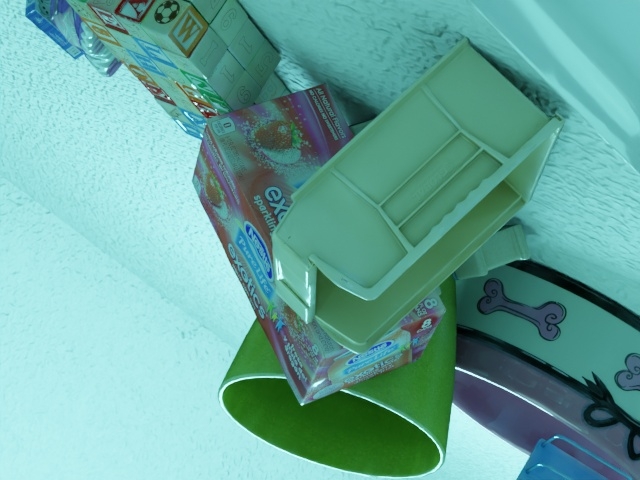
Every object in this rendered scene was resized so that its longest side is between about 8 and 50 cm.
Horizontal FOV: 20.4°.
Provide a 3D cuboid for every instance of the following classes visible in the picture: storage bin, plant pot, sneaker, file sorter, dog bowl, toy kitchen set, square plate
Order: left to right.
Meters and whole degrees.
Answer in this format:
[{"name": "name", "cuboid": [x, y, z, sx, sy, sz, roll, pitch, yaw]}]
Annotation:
[{"name": "sneaker", "cuboid": [-0.271, -0.270, 2.073, 0.104, 0.095, 0.236, 39, 169, 5]}, {"name": "plant pot", "cuboid": [0.051, 0.093, 2.121, 0.275, 0.293, 0.275, 15, 154, 7]}, {"name": "storage bin", "cuboid": [0.083, -0.029, 1.695, 0.123, 0.260, 0.262, 45, 170, 10]}, {"name": "toy kitchen set", "cuboid": [0.118, -0.050, 2.017, 0.122, 0.166, 0.207, -6, 103, 70]}, {"name": "file sorter", "cuboid": [0.282, 0.334, 2.143, 0.118, 0.170, 0.104, 32, 165, 4]}, {"name": "dog bowl", "cuboid": [0.303, 0.182, 2.245, 0.408, 0.150, 0.408, 32, 167, 8]}, {"name": "square plate", "cuboid": [0.161, -0.204, 1.185, 0.344, 0.049, 0.347, 46, 170, 1]}]

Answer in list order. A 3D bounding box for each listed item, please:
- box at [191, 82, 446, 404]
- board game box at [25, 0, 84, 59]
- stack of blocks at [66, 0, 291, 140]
[{"name": "box", "cuboid": [-0.006, 0.002, 1.924, 0.300, 0.154, 0.142, 64, 158, 20]}, {"name": "board game box", "cuboid": [-0.325, -0.280, 2.188, 0.090, 0.020, 0.090, 42, -151, -37]}, {"name": "stack of blocks", "cuboid": [-0.136, -0.203, 1.985, 0.171, 0.087, 0.297, 24, 165, 35]}]
